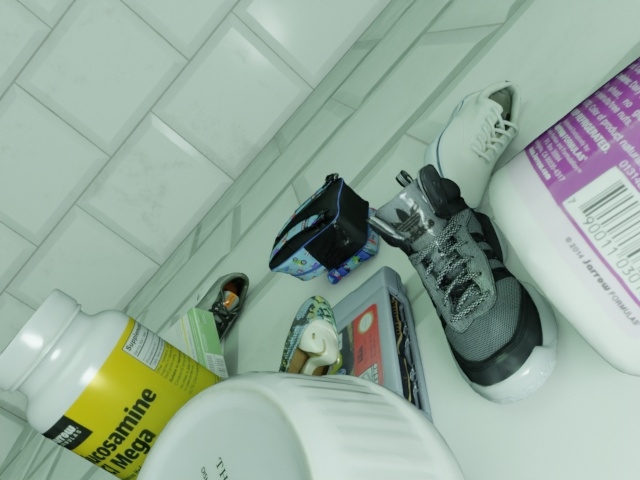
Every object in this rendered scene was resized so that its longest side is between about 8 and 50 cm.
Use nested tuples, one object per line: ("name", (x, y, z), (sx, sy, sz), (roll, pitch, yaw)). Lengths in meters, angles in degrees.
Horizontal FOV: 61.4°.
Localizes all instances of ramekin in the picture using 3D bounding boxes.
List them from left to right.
("ramekin", (-0.036, 0.221, 0.386), (0.272, 0.127, 0.273), (-25, 51, 35))

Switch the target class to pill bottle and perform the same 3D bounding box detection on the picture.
("pill bottle", (-0.279, 0.221, 0.768), (0.188, 0.334, 0.188), (-44, 19, 20))
("pill bottle", (0.266, -0.064, 0.310), (0.301, 0.169, 0.169), (-40, 21, 26))

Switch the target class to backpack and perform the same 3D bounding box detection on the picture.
("backpack", (0.000, 0.000, 0.891), (0.173, 0.117, 0.158), (-40, 21, 26))

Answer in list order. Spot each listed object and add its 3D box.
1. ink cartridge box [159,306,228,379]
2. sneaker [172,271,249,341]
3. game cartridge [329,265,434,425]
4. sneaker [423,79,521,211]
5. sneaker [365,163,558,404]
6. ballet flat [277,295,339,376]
("ink cartridge box", (-0.272, 0.262, 1.007), (0.235, 0.056, 0.171), (-41, 51, 22))
("sneaker", (-0.235, 0.166, 1.158), (0.108, 0.100, 0.272), (-28, 28, 38))
("game cartridge", (0.027, 0.169, 0.609), (0.196, 0.060, 0.294), (-47, 18, 23))
("sneaker", (0.206, -0.134, 0.706), (0.091, 0.094, 0.258), (-37, 21, 46))
("sneaker", (0.119, 0.023, 0.510), (0.101, 0.153, 0.269), (-43, 20, 23))
("ballet flat", (-0.011, 0.142, 0.572), (0.070, 0.070, 0.189), (-25, 40, 53))
